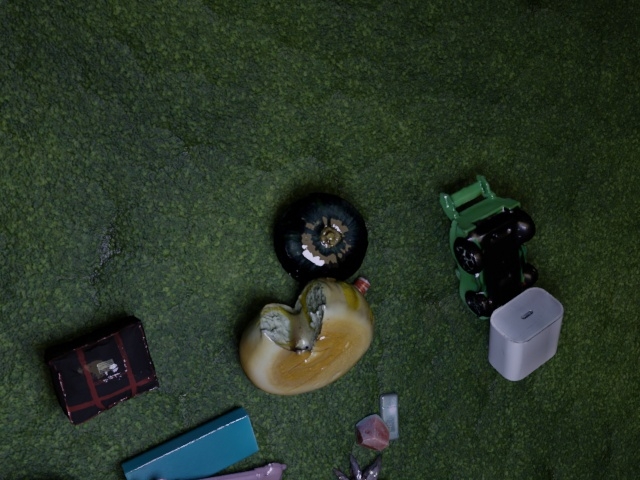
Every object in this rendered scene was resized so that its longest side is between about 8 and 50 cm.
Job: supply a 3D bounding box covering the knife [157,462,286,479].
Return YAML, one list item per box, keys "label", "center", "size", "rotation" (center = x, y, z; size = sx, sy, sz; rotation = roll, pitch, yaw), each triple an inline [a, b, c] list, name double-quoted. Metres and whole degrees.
- label: "knife"
  center: [-0.260, 0.573, 1.596]
  size: [0.398, 0.038, 0.132]
  rotation: [3, 122, -33]

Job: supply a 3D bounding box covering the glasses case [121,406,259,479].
- label: "glasses case"
  center: [-0.301, 0.500, 1.607]
  size: [0.301, 0.070, 0.117]
  rotation: [-22, 115, -21]

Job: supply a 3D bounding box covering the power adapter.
- label: "power adapter"
  center: [0.553, 0.274, 1.875]
  size: [0.187, 0.124, 0.255]
  rotation: [-30, 138, -17]

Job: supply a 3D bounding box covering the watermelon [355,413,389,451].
- label: "watermelon"
  center: [0.140, 0.495, 1.775]
  size: [0.084, 0.072, 0.092]
  rotation: [16, 85, -28]

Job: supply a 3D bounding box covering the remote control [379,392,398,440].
- label: "remote control"
  center: [0.182, 0.465, 1.818]
  size: [0.053, 0.018, 0.125]
  rotation: [-3, 92, -20]

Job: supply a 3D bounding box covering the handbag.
- label: "handbag"
  center: [-0.467, 0.280, 1.489]
  size: [0.215, 0.155, 0.169]
  rotation: [-22, 106, -22]

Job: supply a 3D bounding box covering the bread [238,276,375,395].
- label: "bread"
  center: [-0.033, 0.224, 1.621]
  size: [0.333, 0.160, 0.333]
  rotation: [-13, 134, -14]

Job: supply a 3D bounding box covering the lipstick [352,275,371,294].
- label: "lipstick"
  center: [0.075, 0.152, 1.759]
  size: [0.038, 0.038, 0.131]
  rotation: [43, 77, -17]

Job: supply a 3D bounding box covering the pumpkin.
- label: "pumpkin"
  center: [0.000, 0.000, 1.661]
  size: [0.233, 0.163, 0.233]
  rotation: [1, 88, -22]

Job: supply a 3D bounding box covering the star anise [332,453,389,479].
- label: "star anise"
  center: [0.097, 0.648, 1.766]
  size: [0.204, 0.061, 0.181]
  rotation: [-25, 100, -19]

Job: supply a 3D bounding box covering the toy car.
- label: "toy car"
  center: [0.439, 0.026, 1.825]
  size: [0.213, 0.176, 0.359]
  rotation: [-29, 125, -19]
